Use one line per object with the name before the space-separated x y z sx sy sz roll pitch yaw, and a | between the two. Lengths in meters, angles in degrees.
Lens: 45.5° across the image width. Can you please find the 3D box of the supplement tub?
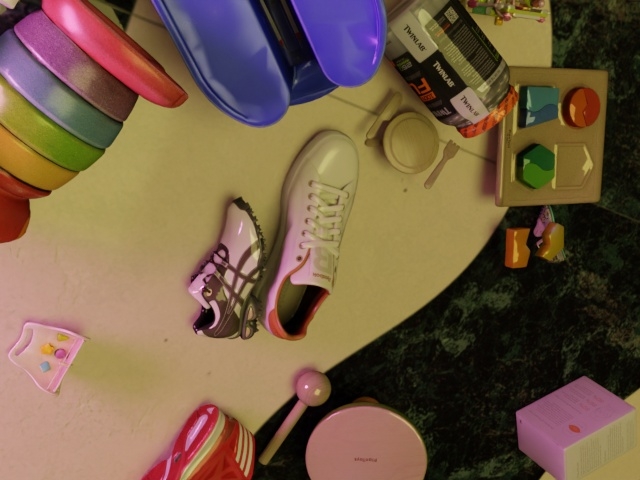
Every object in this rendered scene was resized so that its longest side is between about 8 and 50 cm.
supplement tub | 0.167 -0.234 0.999 0.117 0.117 0.190 -44 105 -7

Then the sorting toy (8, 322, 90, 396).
sorting toy | -0.338 0.136 0.938 0.075 0.045 0.083 30 93 -26

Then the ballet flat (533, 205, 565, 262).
ballet flat | 0.377 -0.008 1.269 0.041 0.041 0.114 -33 119 -14

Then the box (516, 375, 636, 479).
box | 0.465 0.344 1.388 0.170 0.130 0.091 -21 118 -19

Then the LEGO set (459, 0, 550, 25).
LEGO set | 0.291 -0.364 1.048 0.287 0.107 0.132 -24 118 -18

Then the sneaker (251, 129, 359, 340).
sneaker | 0.000 0.000 1.019 0.105 0.123 0.290 13 100 -29

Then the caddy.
caddy | -0.064 -0.297 0.847 0.241 0.179 0.341 -23 120 6

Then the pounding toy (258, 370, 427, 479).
pounding toy | 0.048 0.302 1.184 0.236 0.110 0.183 27 107 -4

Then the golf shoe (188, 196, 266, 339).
golf shoe | -0.124 0.043 0.995 0.093 0.077 0.198 -5 109 -26

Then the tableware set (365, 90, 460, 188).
tableware set | 0.153 -0.181 1.082 0.128 0.039 0.194 38 82 -18

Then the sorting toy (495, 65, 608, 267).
sorting toy | 0.367 -0.113 1.192 0.229 0.041 0.307 -4 100 -27

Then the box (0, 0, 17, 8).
box | -0.326 -0.296 0.747 0.087 0.101 0.102 23 98 -33

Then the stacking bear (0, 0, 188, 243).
stacking bear | -0.306 -0.112 0.800 0.289 0.175 0.164 -48 125 4

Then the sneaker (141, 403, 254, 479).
sneaker | -0.172 0.352 1.078 0.128 0.087 0.221 39 89 -32
